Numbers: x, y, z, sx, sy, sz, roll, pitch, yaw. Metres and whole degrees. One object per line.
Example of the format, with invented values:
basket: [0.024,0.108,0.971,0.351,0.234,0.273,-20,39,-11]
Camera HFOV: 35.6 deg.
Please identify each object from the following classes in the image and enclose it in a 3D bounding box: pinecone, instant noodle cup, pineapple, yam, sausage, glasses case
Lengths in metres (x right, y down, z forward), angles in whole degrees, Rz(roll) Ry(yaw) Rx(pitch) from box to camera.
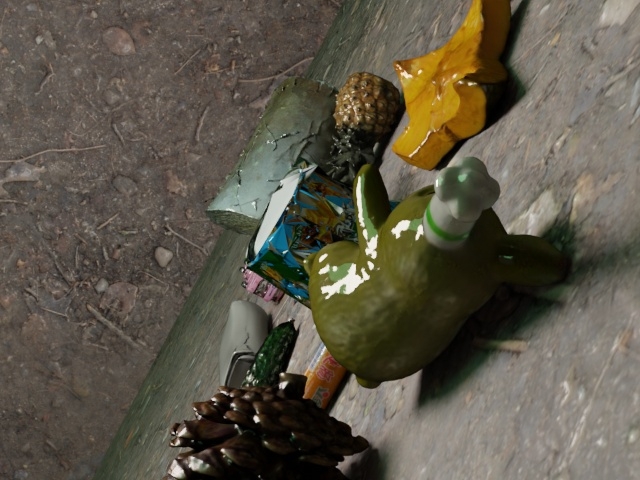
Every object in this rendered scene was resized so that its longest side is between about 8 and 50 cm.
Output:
pinecone: [-0.074,0.280,1.142,0.224,0.224,0.272,-142,76,-79]
instant noodle cup: [0.000,0.000,1.550,0.240,0.178,0.240,-57,13,21]
pineapple: [0.065,-0.189,1.861,0.128,0.128,0.248,-33,35,68]
yam: [-0.068,-0.150,2.065,0.348,0.241,0.241,-65,11,-18]
sausage: [-0.016,0.227,1.412,0.348,0.053,0.053,-61,11,9]
glasses case: [-0.152,0.221,1.966,0.308,0.083,0.128,-105,38,-73]

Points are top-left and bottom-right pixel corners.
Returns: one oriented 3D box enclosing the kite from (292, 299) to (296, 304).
kite: [-0.018,0.057,1.925,0.159,0.010,0.190,-60,12,11]

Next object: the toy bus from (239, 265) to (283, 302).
toy bus: [-0.123,0.073,2.153,0.063,0.090,0.203,-61,11,9]

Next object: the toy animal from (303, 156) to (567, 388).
toy animal: [0.118,0.012,1.028,0.363,0.181,0.180,128,156,-48]

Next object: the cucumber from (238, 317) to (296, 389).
cucumber: [-0.107,0.255,1.734,0.067,0.067,0.293,-45,20,56]

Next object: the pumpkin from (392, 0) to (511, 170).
pumpkin: [0.187,-0.225,1.453,0.258,0.095,0.290,-46,23,44]
